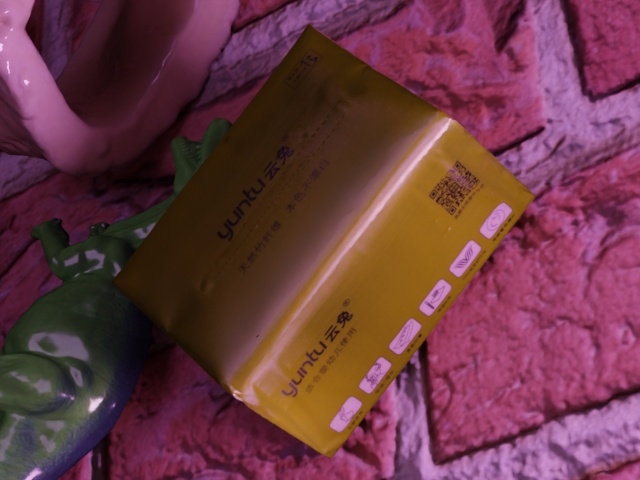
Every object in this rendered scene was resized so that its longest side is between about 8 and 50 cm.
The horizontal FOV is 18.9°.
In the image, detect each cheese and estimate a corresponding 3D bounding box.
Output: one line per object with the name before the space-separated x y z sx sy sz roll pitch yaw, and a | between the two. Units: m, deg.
cheese | -0.238 -0.237 1.821 0.153 0.292 0.332 12 78 42

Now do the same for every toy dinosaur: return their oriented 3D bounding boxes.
toy dinosaur | -0.180 0.154 1.678 0.374 0.144 0.500 -24 53 10

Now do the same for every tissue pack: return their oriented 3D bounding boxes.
tissue pack | 0.000 0.000 1.569 0.275 0.167 0.200 -51 45 0
